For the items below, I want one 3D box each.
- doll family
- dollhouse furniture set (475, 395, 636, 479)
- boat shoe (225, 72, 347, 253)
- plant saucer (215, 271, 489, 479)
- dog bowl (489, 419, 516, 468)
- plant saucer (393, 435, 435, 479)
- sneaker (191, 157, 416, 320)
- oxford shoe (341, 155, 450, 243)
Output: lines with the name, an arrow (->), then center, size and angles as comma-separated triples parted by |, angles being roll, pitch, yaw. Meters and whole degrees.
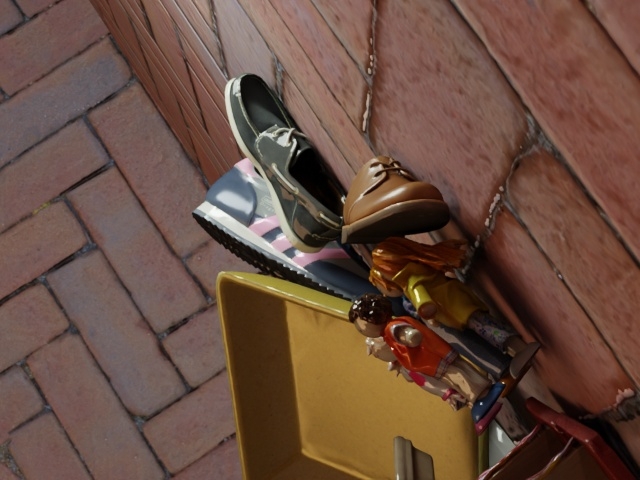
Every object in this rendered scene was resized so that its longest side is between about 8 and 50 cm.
doll family -> 0.105, 0.068, 1.146 | 0.163, 0.118, 0.263 | 38, 174, 13
dollhouse furniture set -> 0.232, 0.344, 1.110 | 0.374, 0.201, 0.152 | 53, 174, -8
boat shoe -> -0.035, -0.103, 1.574 | 0.079, 0.084, 0.233 | -39, 73, 46
plant saucer -> 0.054, 0.193, 1.458 | 0.333, 0.081, 0.332 | 18, 129, 31
dog bowl -> 0.222, 0.351, 1.637 | 0.348, 0.102, 0.349 | 57, 174, 9
plant saucer -> 0.098, 0.329, 1.295 | 0.278, 0.041, 0.277 | -3, -90, -86
sneaker -> 0.000, 0.000, 1.642 | 0.319, 0.131, 0.112 | 32, 165, 15
oxford shoe -> 0.056, -0.038, 1.146 | 0.212, 0.076, 0.076 | 169, 101, -77
